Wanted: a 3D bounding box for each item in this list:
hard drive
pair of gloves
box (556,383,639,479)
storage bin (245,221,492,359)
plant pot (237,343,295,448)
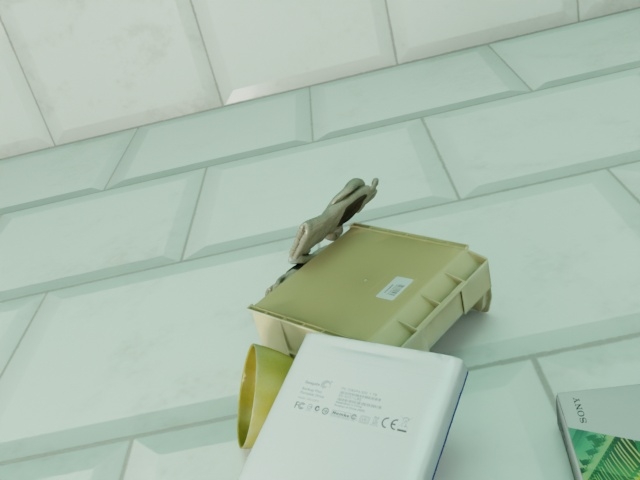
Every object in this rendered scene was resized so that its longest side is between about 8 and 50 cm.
[{"bbox_3d":[0.014,0.256,0.800,0.210,0.040,0.319,5,53,32],"label":"hard drive"},{"bbox_3d":[0.000,0.000,1.203,0.042,0.240,0.204,41,51,15],"label":"pair of gloves"},{"bbox_3d":[0.423,0.230,0.743,0.322,0.058,0.232,-10,28,10],"label":"box"},{"bbox_3d":[0.077,0.104,1.075,0.260,0.123,0.262,13,38,41],"label":"storage bin"},{"bbox_3d":[-0.051,0.206,0.963,0.095,0.134,0.134,8,25,-13],"label":"plant pot"}]
